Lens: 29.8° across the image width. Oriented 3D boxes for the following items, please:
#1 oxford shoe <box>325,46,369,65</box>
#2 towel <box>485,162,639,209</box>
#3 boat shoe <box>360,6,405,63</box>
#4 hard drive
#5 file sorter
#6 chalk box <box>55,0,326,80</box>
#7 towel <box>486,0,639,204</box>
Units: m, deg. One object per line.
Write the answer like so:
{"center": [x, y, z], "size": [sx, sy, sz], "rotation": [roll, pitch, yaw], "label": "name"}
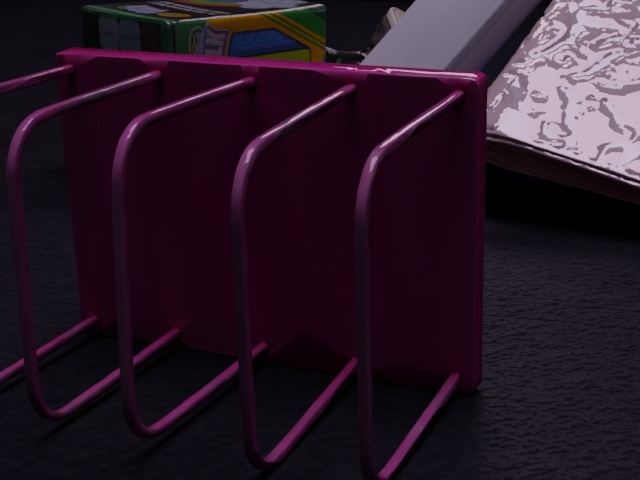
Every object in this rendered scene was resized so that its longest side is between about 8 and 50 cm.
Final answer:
{"center": [0.021, -0.248, 1.805], "size": [0.227, 0.083, 0.096], "rotation": [1, 0, -4], "label": "oxford shoe"}
{"center": [0.266, -0.106, 1.301], "size": [0.227, 0.076, 0.308], "rotation": [2, 17, 4], "label": "towel"}
{"center": [0.116, -0.206, 1.611], "size": [0.112, 0.095, 0.335], "rotation": [28, 25, -19], "label": "boat shoe"}
{"center": [0.149, -0.244, 1.394], "size": [0.047, 0.353, 0.233], "rotation": [40, 3, -22], "label": "hard drive"}
{"center": [-0.068, 0.009, 0.711], "size": [0.290, 0.202, 0.182], "rotation": [7, 21, 23], "label": "file sorter"}
{"center": [-0.155, -0.177, 1.371], "size": [0.289, 0.179, 0.180], "rotation": [-15, 23, -39], "label": "chalk box"}
{"center": [0.346, -0.155, 1.166], "size": [0.317, 0.053, 0.332], "rotation": [22, 55, 24], "label": "towel"}
